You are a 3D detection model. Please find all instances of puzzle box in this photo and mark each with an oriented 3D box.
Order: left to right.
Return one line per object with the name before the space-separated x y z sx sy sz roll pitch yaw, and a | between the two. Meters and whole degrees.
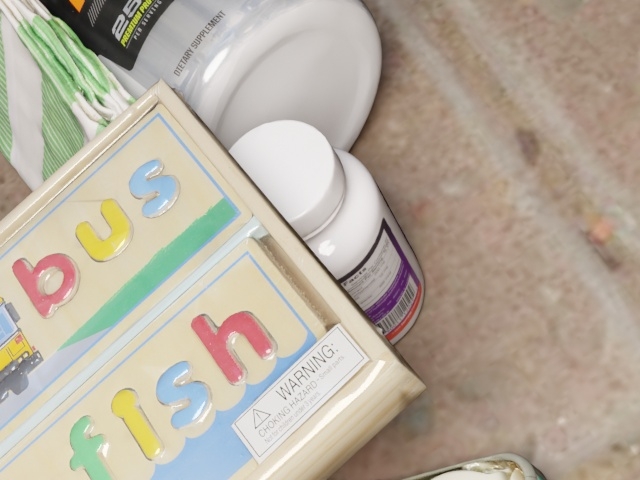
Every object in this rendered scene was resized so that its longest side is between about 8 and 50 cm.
puzzle box | -0.170 0.120 0.748 0.409 0.052 0.272 -42 55 2

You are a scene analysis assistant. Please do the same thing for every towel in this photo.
towel | -0.245 -0.122 0.991 0.038 0.248 0.325 -32 66 -26

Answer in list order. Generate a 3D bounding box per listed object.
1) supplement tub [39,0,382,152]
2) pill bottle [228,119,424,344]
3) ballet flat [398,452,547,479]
supplement tub | -0.131 -0.179 1.012 0.207 0.207 0.338 -47 58 -8
pill bottle | 0.000 0.000 0.877 0.108 0.193 0.108 -9 60 15
ballet flat | 0.047 0.186 0.837 0.213 0.068 0.072 -18 59 10
